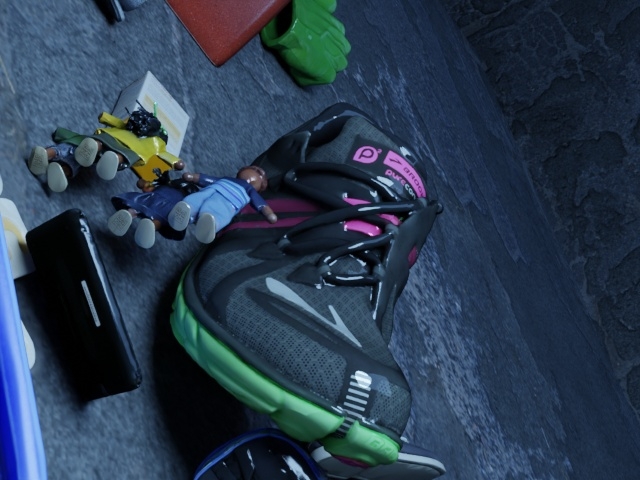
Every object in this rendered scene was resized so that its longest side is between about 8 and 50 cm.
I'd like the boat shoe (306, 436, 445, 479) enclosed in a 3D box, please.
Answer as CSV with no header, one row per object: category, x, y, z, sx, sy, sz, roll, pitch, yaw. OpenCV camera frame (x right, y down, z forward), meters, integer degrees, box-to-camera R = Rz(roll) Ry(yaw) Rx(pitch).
boat shoe,0.057,0.199,0.974,0.206,0.075,0.065,28,40,-49

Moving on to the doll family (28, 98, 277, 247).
doll family,-0.125,-0.051,0.780,0.193,0.076,0.111,37,25,6

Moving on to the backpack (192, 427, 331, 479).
backpack,-0.038,0.194,0.711,0.114,0.105,0.084,57,-3,-1

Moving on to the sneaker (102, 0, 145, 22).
sneaker,-0.215,-0.294,0.946,0.153,0.101,0.268,57,17,-2

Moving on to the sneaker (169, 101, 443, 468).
sneaker,0.000,0.000,0.841,0.185,0.202,0.483,32,20,-19

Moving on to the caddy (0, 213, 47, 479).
caddy,-0.227,0.061,0.309,0.241,0.179,0.341,4,55,-37

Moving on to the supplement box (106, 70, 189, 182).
supplement box,-0.159,-0.105,0.920,0.062,0.036,0.098,50,22,-26

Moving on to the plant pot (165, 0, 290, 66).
plant pot,-0.093,-0.421,1.230,0.267,0.235,0.267,53,20,-21

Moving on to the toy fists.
toy fists,-0.033,-0.347,1.493,0.142,0.096,0.279,27,38,-41

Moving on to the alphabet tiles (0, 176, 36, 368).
alphabet tiles,-0.257,-0.035,0.559,0.284,0.021,0.278,64,15,-2

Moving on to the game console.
game console,-0.145,0.040,0.681,0.071,0.107,0.122,-20,90,-42
